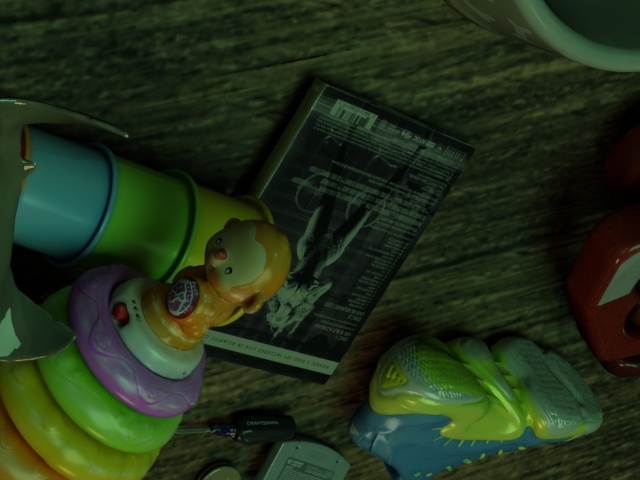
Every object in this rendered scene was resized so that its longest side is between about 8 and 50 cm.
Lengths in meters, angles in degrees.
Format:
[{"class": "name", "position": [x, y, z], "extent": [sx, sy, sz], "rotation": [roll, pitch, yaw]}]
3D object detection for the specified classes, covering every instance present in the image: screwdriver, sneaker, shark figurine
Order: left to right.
[{"class": "shark figurine", "position": [-0.184, 0.018, 0.942], "extent": [0.116, 0.166, 0.278], "rotation": [26, 113, -9]}, {"class": "screwdriver", "position": [-0.096, 0.140, 1.261], "extent": [0.169, 0.024, 0.025], "rotation": [6, 88, -27]}, {"class": "sneaker", "position": [0.117, 0.141, 1.358], "extent": [0.240, 0.091, 0.126], "rotation": [16, 130, -38]}]

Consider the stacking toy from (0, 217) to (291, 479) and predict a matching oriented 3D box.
[{"class": "stacking toy", "position": [-0.131, 0.082, 1.033], "extent": [0.302, 0.175, 0.165], "rotation": [-37, 138, 25]}]

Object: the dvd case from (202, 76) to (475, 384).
[{"class": "dvd case", "position": [0.000, 0.000, 1.213], "extent": [0.164, 0.018, 0.221], "rotation": [18, 109, -43]}]

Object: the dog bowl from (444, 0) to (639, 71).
[{"class": "dog bowl", "position": [0.226, -0.269, 1.116], "extent": [0.348, 0.102, 0.349], "rotation": [-15, 127, -22]}]

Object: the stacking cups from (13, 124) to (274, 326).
[{"class": "stacking cups", "position": [-0.181, -0.032, 1.052], "extent": [0.316, 0.096, 0.096], "rotation": [21, 108, -34]}]

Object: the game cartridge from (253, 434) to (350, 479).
[{"class": "game cartridge", "position": [-0.015, 0.184, 1.332], "extent": [0.083, 0.017, 0.056], "rotation": [26, 97, -44]}]

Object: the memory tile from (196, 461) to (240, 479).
[{"class": "memory tile", "position": [-0.105, 0.246, 1.329], "extent": [0.148, 0.012, 0.113], "rotation": [-41, 133, -1]}]

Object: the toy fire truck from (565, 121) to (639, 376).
[{"class": "toy fire truck", "position": [0.334, 0.022, 1.357], "extent": [0.302, 0.169, 0.254], "rotation": [-13, 145, -22]}]
